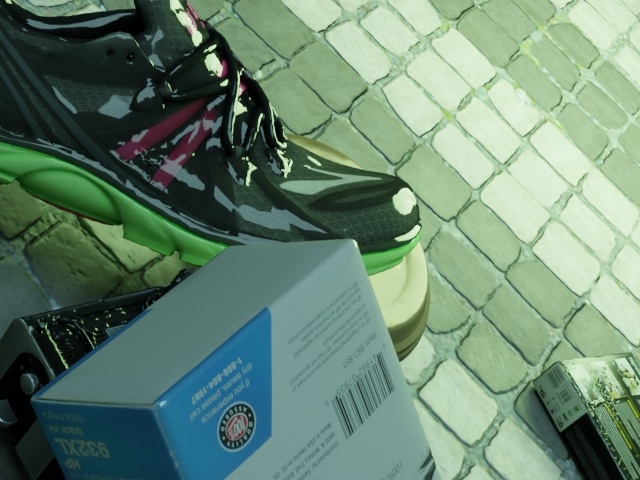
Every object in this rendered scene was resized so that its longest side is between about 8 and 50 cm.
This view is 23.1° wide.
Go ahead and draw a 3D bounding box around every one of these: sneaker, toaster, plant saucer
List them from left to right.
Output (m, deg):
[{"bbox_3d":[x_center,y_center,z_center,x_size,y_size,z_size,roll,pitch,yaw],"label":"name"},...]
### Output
[{"bbox_3d":[-0.147,0.130,1.189,0.186,0.110,0.168,-13,66,-48],"label":"toaster"},{"bbox_3d":[-0.118,-0.100,1.298,0.483,0.202,0.185,21,9,-17],"label":"sneaker"},{"bbox_3d":[0.000,0.000,1.511,0.278,0.041,0.277,24,42,-24],"label":"plant saucer"}]

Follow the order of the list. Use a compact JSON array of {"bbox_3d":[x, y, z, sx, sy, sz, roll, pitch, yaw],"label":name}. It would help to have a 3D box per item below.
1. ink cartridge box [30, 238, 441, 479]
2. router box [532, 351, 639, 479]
[{"bbox_3d":[-0.033,0.184,1.091,0.223,0.129,0.307,-40,117,-44],"label":"ink cartridge box"},{"bbox_3d":[0.310,0.202,1.595,0.133,0.046,0.179,-2,56,-44],"label":"router box"}]
